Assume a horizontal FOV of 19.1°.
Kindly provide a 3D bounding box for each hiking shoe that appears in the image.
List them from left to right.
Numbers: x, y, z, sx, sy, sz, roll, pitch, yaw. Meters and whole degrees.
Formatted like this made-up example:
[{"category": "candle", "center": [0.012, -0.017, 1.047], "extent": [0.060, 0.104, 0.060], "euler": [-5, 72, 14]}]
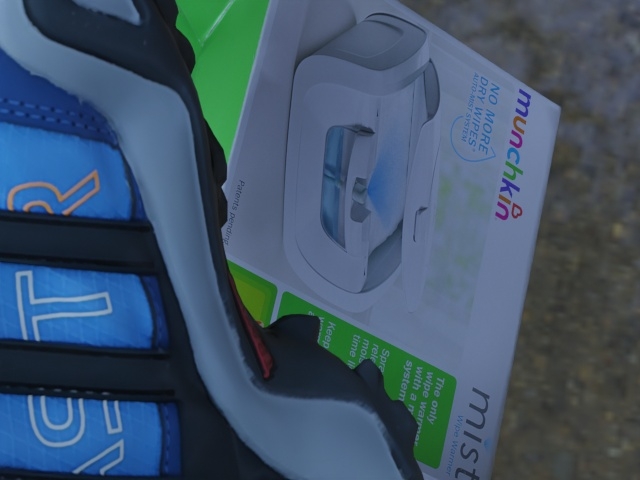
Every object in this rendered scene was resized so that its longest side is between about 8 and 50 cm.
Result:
[{"category": "hiking shoe", "center": [-0.083, 0.015, 0.378], "extent": [0.113, 0.304, 0.132], "euler": [-10, 34, 49]}]

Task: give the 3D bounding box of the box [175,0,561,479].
[{"category": "box", "center": [0.000, 0.000, 1.098], "extent": [0.127, 0.231, 0.262], "euler": [-16, 53, 49]}]
